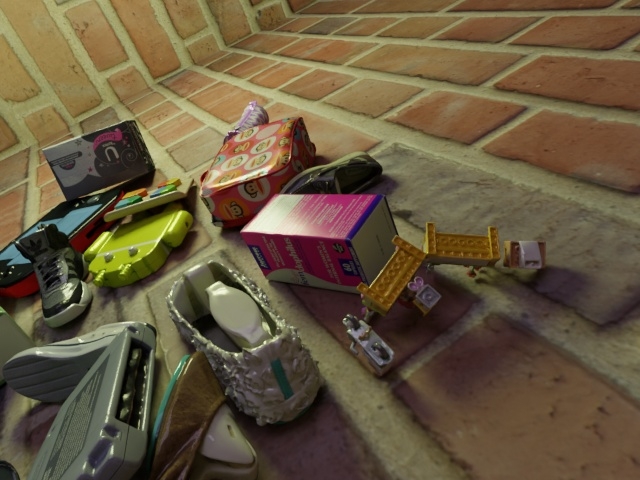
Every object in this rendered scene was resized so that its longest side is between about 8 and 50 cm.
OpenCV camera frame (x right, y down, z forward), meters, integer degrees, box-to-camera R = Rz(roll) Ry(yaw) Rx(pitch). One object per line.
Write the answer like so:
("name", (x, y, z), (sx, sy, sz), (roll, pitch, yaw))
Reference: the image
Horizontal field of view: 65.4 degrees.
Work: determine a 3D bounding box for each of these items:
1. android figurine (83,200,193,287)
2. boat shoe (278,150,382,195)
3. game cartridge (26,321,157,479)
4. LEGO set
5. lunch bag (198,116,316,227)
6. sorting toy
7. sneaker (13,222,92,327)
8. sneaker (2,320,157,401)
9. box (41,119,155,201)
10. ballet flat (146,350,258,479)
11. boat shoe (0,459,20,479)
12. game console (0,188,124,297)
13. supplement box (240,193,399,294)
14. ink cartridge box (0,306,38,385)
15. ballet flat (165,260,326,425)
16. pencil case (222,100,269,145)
("android figurine", (-0.402, 0.007, 1.096), (0.248, 0.056, 0.273), (-12, 33, 18))
("boat shoe", (0.020, -0.106, 0.966), (0.223, 0.080, 0.073), (-29, 27, -16))
("game cartridge", (-0.275, 0.236, 0.588), (0.198, 0.062, 0.297), (-55, 21, 5))
("LEGO set", (0.150, 0.057, 0.665), (0.287, 0.107, 0.132), (-28, 67, -15))
("lunch bag", (-0.150, -0.155, 1.106), (0.258, 0.120, 0.293), (-14, 34, 16))
("sorting toy", (-0.414, -0.109, 1.221), (0.193, 0.038, 0.208), (-18, 16, -1))
("sneaker", (-0.556, 0.060, 1.023), (0.101, 0.153, 0.268), (-30, 33, -8))
("sneaker", (-0.379, 0.191, 0.801), (0.258, 0.094, 0.091), (-11, 16, 12))
("box", (-0.639, -0.239, 1.456), (0.247, 0.163, 0.142), (-21, 17, -5))
("ballet flat", (-0.135, 0.269, 0.512), (0.124, 0.116, 0.342), (6, 39, 7))
("boat shoe", (-0.373, 0.343, 0.532), (0.079, 0.095, 0.254), (-57, 25, 23))
("game console", (-0.717, 0.000, 1.303), (0.342, 0.060, 0.386), (-1, 38, 31))
("supplement box", (0.000, 0.000, 0.795), (0.220, 0.111, 0.114), (5, 43, 38))
("ink cartridge box", (-0.688, 0.201, 0.938), (0.278, 0.117, 0.201), (13, 47, 44))
("ballet flat", (-0.134, 0.099, 0.720), (0.147, 0.147, 0.409), (-37, 34, -20))
("pencil case", (-0.208, -0.309, 1.395), (0.086, 0.088, 0.206), (-9, 34, 19))
